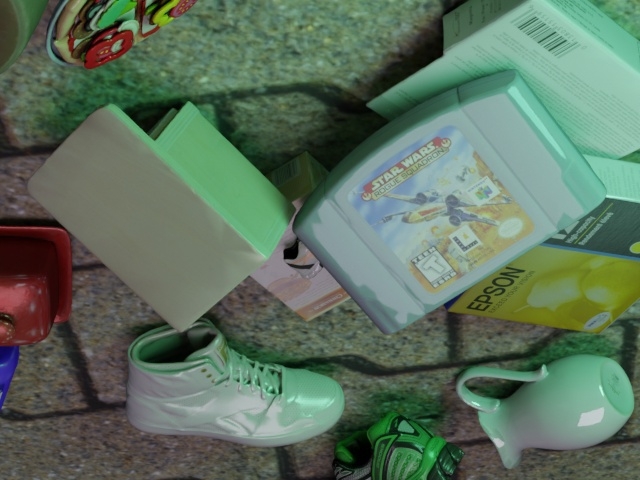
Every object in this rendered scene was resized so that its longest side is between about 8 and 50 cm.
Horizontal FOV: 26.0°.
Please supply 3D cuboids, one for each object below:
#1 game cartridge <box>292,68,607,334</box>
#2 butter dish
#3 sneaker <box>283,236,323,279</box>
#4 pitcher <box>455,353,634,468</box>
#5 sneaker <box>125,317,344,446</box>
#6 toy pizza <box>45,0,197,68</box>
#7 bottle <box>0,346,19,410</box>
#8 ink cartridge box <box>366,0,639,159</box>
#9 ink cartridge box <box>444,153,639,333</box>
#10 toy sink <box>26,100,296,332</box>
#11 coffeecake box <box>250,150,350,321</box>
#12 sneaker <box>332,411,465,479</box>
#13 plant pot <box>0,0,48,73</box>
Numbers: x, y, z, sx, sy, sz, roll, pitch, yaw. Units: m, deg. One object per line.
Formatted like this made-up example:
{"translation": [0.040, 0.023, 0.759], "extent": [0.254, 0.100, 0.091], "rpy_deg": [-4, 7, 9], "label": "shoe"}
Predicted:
{"translation": [0.127, -0.042, 1.476], "extent": [0.297, 0.062, 0.198], "rpy_deg": [-34, 116, 20], "label": "game cartridge"}
{"translation": [-0.372, 0.071, 1.618], "extent": [0.160, 0.118, 0.160], "rpy_deg": [0, 132, -9], "label": "butter dish"}
{"translation": [0.000, 0.000, 1.556], "extent": [0.044, 0.040, 0.109], "rpy_deg": [31, 119, -25], "label": "sneaker"}
{"translation": [0.304, 0.216, 1.895], "extent": [0.207, 0.125, 0.178], "rpy_deg": [-26, 120, 36], "label": "pitcher"}
{"translation": [-0.108, 0.181, 1.795], "extent": [0.293, 0.108, 0.169], "rpy_deg": [0, 141, -6], "label": "sneaker"}
{"translation": [-0.169, -0.225, 1.301], "extent": [0.201, 0.032, 0.201], "rpy_deg": [-37, 169, -8], "label": "toy pizza"}
{"translation": [-0.470, 0.209, 1.786], "extent": [0.118, 0.092, 0.283], "rpy_deg": [14, 135, -14], "label": "bottle"}
{"translation": [0.227, -0.159, 1.500], "extent": [0.275, 0.060, 0.239], "rpy_deg": [29, 140, -34], "label": "ink cartridge box"}
{"translation": [0.271, 0.004, 1.643], "extent": [0.307, 0.072, 0.303], "rpy_deg": [6, 149, -19], "label": "ink cartridge box"}
{"translation": [-0.168, -0.048, 1.490], "extent": [0.234, 0.131, 0.153], "rpy_deg": [43, 121, -10], "label": "toy sink"}
{"translation": [-0.016, -0.001, 1.633], "extent": [0.142, 0.068, 0.185], "rpy_deg": [-30, 134, 21], "label": "coffeecake box"}
{"translation": [0.074, 0.347, 2.019], "extent": [0.146, 0.134, 0.343], "rpy_deg": [41, 137, 3], "label": "sneaker"}
{"translation": [-0.321, -0.259, 1.185], "extent": [0.263, 0.229, 0.263], "rpy_deg": [-4, 137, -3], "label": "plant pot"}
